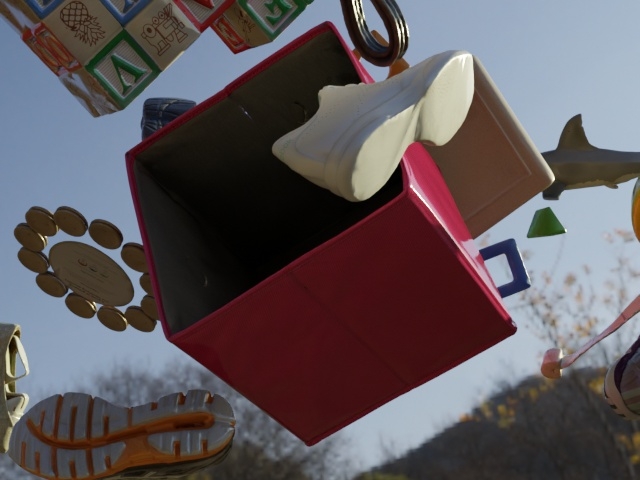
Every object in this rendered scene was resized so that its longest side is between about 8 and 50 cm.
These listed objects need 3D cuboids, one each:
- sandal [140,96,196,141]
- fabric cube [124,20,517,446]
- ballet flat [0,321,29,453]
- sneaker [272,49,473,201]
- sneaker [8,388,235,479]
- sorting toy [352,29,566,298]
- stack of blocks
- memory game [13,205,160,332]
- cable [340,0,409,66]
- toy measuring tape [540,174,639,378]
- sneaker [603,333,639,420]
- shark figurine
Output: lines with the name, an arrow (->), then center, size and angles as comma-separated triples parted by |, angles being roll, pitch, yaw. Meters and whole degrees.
sandal -> -0.256, -0.184, 1.848 | 0.089, 0.219, 0.060 | 8, -60, -9
fabric cube -> 0.000, 0.000, 1.089 | 0.259, 0.254, 0.258 | -32, -44, 12
ballet flat -> -0.400, 0.188, 1.424 | 0.052, 0.168, 0.057 | -7, -5, 2
sneaker -> 0.046, -0.108, 0.895 | 0.094, 0.080, 0.212 | 20, 37, 31
sneaker -> -0.181, 0.191, 1.028 | 0.214, 0.084, 0.083 | -2, -29, 4
sorting toy -> 0.152, -0.095, 1.300 | 0.196, 0.348, 0.047 | -35, 4, -15
stack of blocks -> -0.093, -0.229, 0.872 | 0.171, 0.297, 0.087 | 49, -19, -19
memory game -> -0.233, 0.032, 1.143 | 0.186, 0.012, 0.186 | 16, -39, 13
cable -> 0.012, -0.314, 1.134 | 0.139, 0.287, 0.072 | 6, 26, 30
toy measuring tape -> 0.322, 0.007, 1.121 | 0.330, 0.121, 0.121 | -43, -35, 25
sneaker -> 0.398, 0.101, 1.200 | 0.083, 0.224, 0.098 | 41, -26, -8
shark figurine -> 0.401, -0.129, 1.587 | 0.278, 0.116, 0.166 | -8, 12, 11
